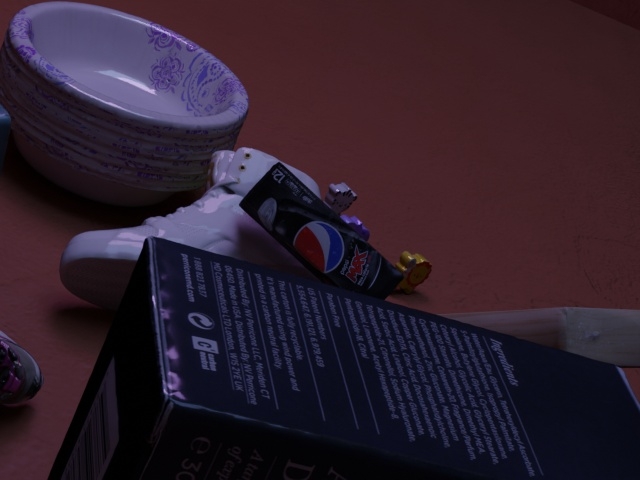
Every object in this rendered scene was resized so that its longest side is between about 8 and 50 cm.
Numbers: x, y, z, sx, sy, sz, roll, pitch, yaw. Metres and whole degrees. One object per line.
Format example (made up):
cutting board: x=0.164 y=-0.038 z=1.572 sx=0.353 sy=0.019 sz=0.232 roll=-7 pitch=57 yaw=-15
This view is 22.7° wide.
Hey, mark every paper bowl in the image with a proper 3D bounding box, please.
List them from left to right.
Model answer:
paper bowl: x=-0.236 y=-0.144 z=1.810 sx=0.284 sy=0.148 sz=0.284 roll=21 pitch=25 yaw=-10

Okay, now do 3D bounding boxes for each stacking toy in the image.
stacking toy: x=0.010 y=-0.017 z=1.855 sx=0.221 sy=0.052 sz=0.167 roll=13 pitch=24 yaw=-48

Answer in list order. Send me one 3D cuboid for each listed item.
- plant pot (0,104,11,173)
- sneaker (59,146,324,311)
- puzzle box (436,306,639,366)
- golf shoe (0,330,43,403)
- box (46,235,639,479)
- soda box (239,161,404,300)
plant pot: x=-0.442 y=-0.077 z=1.483 sx=0.234 sy=0.165 sz=0.166 roll=-10 pitch=41 yaw=-39
sneaker: x=-0.126 y=-0.014 z=1.613 sx=0.292 sy=0.108 sz=0.169 roll=7 pitch=59 yaw=-26
puzzle box: x=0.181 y=0.099 z=1.542 sx=0.272 sy=0.052 sz=0.409 roll=4 pitch=-7 yaw=-39
golf shoe: x=-0.324 y=0.089 z=1.381 sx=0.186 sy=0.067 sz=0.086 roll=31 pitch=-1 yaw=15
box: x=0.015 y=0.214 z=1.151 sx=0.395 sy=0.293 sz=0.212 roll=15 pitch=26 yaw=-19
soda box: x=0.000 y=0.000 z=1.565 sx=0.169 sy=0.053 sz=0.060 roll=42 pitch=-9 yaw=-4
